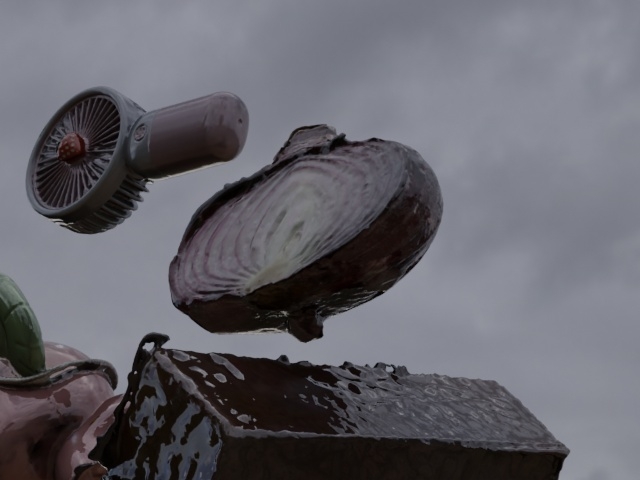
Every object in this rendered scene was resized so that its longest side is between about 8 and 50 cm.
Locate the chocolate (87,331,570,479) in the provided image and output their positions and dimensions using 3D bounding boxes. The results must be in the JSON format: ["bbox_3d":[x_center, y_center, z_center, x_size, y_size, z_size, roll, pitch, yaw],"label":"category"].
[{"bbox_3d":[0.017,0.147,1.059,0.321,0.112,0.111,10,-74,-36],"label":"chocolate"}]

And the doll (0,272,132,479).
[{"bbox_3d":[-0.235,0.177,1.513,0.216,0.268,0.284,-22,-50,-23],"label":"doll"}]

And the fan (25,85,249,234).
[{"bbox_3d":[-0.159,-0.080,1.386,0.244,0.130,0.074,-13,-33,39],"label":"fan"}]

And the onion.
[{"bbox_3d":[0.000,0.000,1.125,0.206,0.151,0.098,-19,-47,28],"label":"onion"}]
